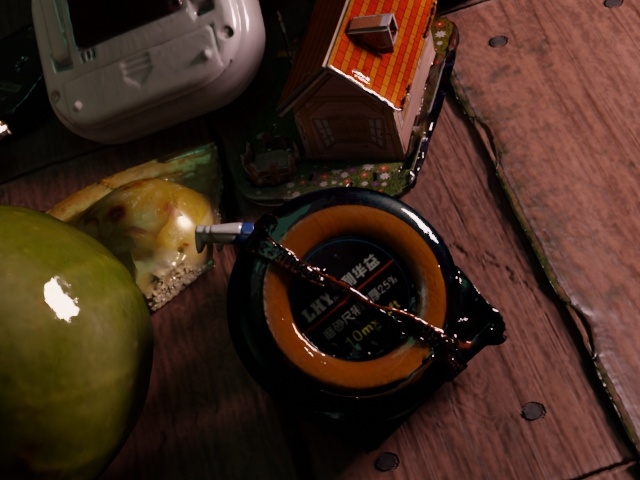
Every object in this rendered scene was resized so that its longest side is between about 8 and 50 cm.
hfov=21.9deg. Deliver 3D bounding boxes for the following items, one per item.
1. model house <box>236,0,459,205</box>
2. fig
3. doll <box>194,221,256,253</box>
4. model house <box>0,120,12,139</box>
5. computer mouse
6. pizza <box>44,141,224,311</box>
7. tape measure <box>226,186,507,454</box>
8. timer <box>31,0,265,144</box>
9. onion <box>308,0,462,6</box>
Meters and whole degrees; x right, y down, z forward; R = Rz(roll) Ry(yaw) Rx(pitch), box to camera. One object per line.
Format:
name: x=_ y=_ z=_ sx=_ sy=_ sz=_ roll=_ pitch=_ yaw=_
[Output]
model house: x=0.015 y=-0.186 z=1.725 sx=0.207 sy=0.154 sz=0.294 roll=1 pitch=46 yaw=19
fig: x=-0.278 y=0.106 z=1.439 sx=0.316 sy=0.316 sz=0.316 roll=-10 pitch=42 yaw=9
doll: x=0.000 y=0.000 z=1.582 sx=0.227 sy=0.114 sz=0.057 roll=-2 pitch=84 yaw=10
model house: x=-0.500 y=-0.152 z=1.855 sx=0.206 sy=0.271 sz=0.178 roll=-24 pitch=25 yaw=54
computer mouse: x=-0.343 y=-0.183 z=1.924 sx=0.099 sy=0.057 sz=0.172 roll=14 pitch=63 yaw=29
pizza: x=-0.166 y=-0.036 z=1.684 sx=0.204 sy=0.080 sz=0.188 roll=-34 pitch=44 yaw=-19
tape measure: x=0.025 y=0.061 z=1.429 sx=0.202 sy=0.135 sz=0.223 roll=-41 pitch=90 yaw=-14
timer: x=-0.196 y=-0.239 z=1.811 sx=0.262 sy=0.087 sz=0.237 roll=-19 pitch=77 yaw=20
onion: x=0.093 y=-0.368 z=1.831 sx=0.281 sy=0.281 sz=0.221 roll=-18 pitch=27 yaw=0
